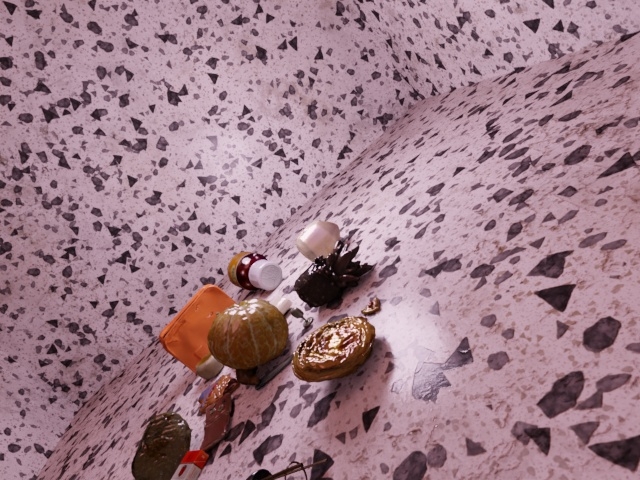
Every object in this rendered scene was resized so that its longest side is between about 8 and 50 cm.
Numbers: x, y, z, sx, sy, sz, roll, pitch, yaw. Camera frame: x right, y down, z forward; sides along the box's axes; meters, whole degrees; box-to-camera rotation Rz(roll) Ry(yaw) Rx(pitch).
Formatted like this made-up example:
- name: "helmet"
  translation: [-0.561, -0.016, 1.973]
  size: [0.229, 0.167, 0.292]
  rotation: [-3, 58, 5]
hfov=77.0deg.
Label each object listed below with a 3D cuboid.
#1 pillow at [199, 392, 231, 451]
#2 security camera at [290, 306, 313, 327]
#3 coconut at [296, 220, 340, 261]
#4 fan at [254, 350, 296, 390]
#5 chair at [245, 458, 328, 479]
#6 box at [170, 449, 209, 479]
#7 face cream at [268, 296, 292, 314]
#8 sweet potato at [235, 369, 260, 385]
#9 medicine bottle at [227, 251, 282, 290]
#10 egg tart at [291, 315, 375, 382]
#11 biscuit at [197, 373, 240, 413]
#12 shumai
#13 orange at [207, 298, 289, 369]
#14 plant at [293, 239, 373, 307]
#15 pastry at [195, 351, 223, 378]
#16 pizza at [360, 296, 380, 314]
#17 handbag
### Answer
- name: "pillow"
  translation: [-0.389, 0.681, 1.515]
  size: [0.126, 0.043, 0.232]
  rotation: [-40, 18, 3]
- name: "security camera"
  translation: [-0.080, 0.310, 1.664]
  size: [0.058, 0.092, 0.058]
  rotation: [-39, 15, 13]
- name: "coconut"
  translation: [0.000, 0.000, 2.062]
  size: [0.233, 0.224, 0.224]
  rotation: [-56, 18, -3]
- name: "fan"
  translation: [-0.143, 0.470, 1.529]
  size: [0.282, 0.023, 0.057]
  rotation: [-41, 8, 3]
- name: "chair"
  translation: [-0.087, 0.594, 0.988]
  size: [0.222, 0.104, 0.095]
  rotation: [-30, -6, 22]
- name: "box"
  translation: [-0.458, 0.798, 1.370]
  size: [0.100, 0.048, 0.152]
  rotation: [-26, 25, 38]
- name: "face cream"
  translation: [-0.284, 0.408, 1.894]
  size: [0.348, 0.081, 0.174]
  rotation: [-49, 18, -22]
- name: "sweet potato"
  translation: [-0.293, 0.540, 1.596]
  size: [0.074, 0.074, 0.270]
  rotation: [-48, 19, -18]
- name: "medicine bottle"
  translation: [-0.391, 0.185, 2.428]
  size: [0.242, 0.242, 0.395]
  rotation: [-50, 24, -26]
- name: "egg tart"
  translation: [0.052, 0.347, 1.248]
  size: [0.298, 0.132, 0.297]
  rotation: [-24, 17, 8]
- name: "biscuit"
  translation: [-0.444, 0.652, 1.734]
  size: [0.280, 0.043, 0.183]
  rotation: [-34, 21, 35]
- name: "shumai"
  translation: [-0.598, 0.791, 1.550]
  size: [0.255, 0.189, 0.218]
  rotation: [-65, 6, -19]
- name: "orange"
  translation: [-0.291, 0.377, 1.633]
  size: [0.330, 0.248, 0.329]
  rotation: [-18, 5, 1]
- name: "plant"
  translation: [0.049, 0.141, 1.660]
  size: [0.321, 0.182, 0.194]
  rotation: [-41, 16, 20]
- name: "pastry"
  translation: [-0.531, 0.600, 1.956]
  size: [0.157, 0.092, 0.156]
  rotation: [-34, 19, 13]
- name: "pizza"
  translation: [0.178, 0.225, 1.414]
  size: [0.083, 0.025, 0.078]
  rotation: [-28, 24, 41]
- name: "handbag"
  translation: [-0.617, 0.460, 2.134]
  size: [0.410, 0.303, 0.116]
  rotation: [-51, 20, -23]
